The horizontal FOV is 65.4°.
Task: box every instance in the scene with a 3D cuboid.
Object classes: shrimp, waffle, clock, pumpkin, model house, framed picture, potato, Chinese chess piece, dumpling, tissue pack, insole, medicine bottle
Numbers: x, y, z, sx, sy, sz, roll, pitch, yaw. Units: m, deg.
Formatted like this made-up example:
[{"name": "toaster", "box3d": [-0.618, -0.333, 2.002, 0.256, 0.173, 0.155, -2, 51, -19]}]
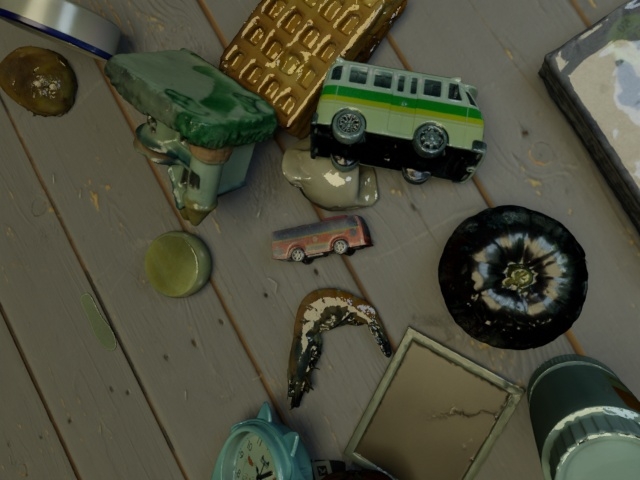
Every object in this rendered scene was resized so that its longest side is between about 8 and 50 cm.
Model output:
[{"name": "shrimp", "box3d": [0.030, 0.228, 0.961, 0.198, 0.051, 0.262, 16, 95, 17]}, {"name": "waffle", "box3d": [-0.018, -0.378, 0.924, 0.224, 0.098, 0.328, 43, 103, 10]}, {"name": "clock", "box3d": [-0.105, 0.460, 0.957, 0.223, 0.094, 0.274, 29, 101, 45]}, {"name": "clock", "box3d": [-0.532, -0.446, 1.019, 0.230, 0.230, 0.083, 21, 95, 16]}, {"name": "pumpkin", "box3d": [0.304, 0.060, 0.800, 0.233, 0.163, 0.233, -1, 87, 12]}, {"name": "model house", "box3d": [-0.261, -0.150, 0.945, 0.267, 0.194, 0.325, 37, 130, 19]}, {"name": "framed picture", "box3d": [0.202, 0.339, 0.926, 0.231, 0.018, 0.293, 28, 101, 15]}, {"name": "potato", "box3d": [-0.666, -0.367, 1.148, 0.200, 0.081, 0.164, 23, 101, 18]}, {"name": "Chinese chess piece", "box3d": [-0.301, 0.051, 1.058, 0.144, 0.058, 0.144, 2, 95, 18]}, {"name": "dumpling", "box3d": [0.022, -0.134, 0.929, 0.176, 0.092, 0.150, 14, 83, 21]}, {"name": "tissue pack", "box3d": [0.554, -0.178, 0.726, 0.288, 0.124, 0.394, -30, 83, 18]}, {"name": "insole", "box3d": [-0.521, 0.191, 1.166, 0.053, 0.002, 0.153, -31, 83, 18]}, {"name": "medicine bottle", "box3d": [0.385, 0.276, 0.703, 0.158, 0.318, 0.158, 1, 92, 19]}]

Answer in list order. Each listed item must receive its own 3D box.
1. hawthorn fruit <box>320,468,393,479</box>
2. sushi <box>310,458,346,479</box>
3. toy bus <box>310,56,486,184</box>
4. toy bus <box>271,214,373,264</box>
[{"name": "hawthorn fruit", "box3d": [0.063, 0.532, 0.886, 0.181, 0.181, 0.235, 1, 75, 18]}, {"name": "sushi", "box3d": [-0.028, 0.550, 1.001, 0.192, 0.040, 0.210, -5, 91, 19]}, {"name": "toy bus", "box3d": [0.129, -0.198, 0.830, 0.276, 0.134, 0.165, 10, 74, 1]}, {"name": "toy bus", "box3d": [0.000, 0.000, 0.952, 0.192, 0.065, 0.077, -11, 82, 18]}]
